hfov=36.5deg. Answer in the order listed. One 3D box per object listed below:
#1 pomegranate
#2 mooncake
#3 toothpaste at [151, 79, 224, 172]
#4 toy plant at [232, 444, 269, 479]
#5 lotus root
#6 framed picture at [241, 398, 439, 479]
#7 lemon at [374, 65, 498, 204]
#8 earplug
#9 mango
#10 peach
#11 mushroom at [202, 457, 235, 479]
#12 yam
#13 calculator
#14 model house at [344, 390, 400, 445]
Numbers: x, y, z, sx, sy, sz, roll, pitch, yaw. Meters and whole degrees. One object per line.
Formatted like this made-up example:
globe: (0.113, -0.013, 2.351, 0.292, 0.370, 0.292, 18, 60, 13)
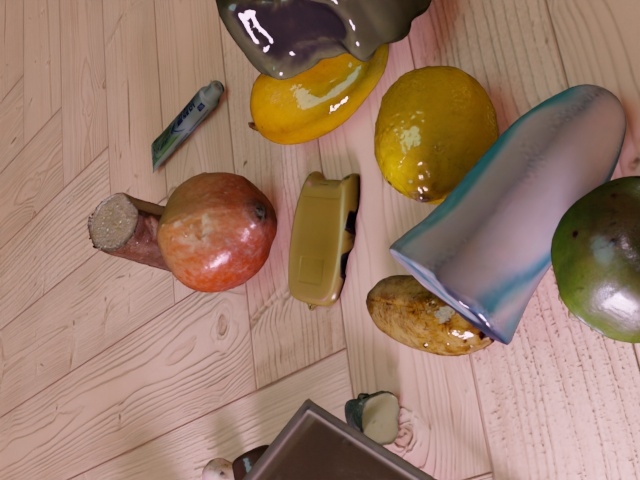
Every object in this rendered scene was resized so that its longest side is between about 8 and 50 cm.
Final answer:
pomegranate: (0.338, 0.033, 1.083, 0.225, 0.187, 0.187, 113, 151, -62)
mooncake: (0.015, -0.408, 1.510, 0.351, 0.187, 0.351, -26, 40, 24)
toothpaste: (-0.289, -0.243, 2.038, 0.297, 0.048, 0.075, -37, 53, 44)
toy plant: (-0.069, 0.428, 1.543, 0.143, 0.105, 0.200, -36, 71, 26)
lotus root: (0.148, 0.102, 1.354, 0.258, 0.097, 0.110, 1, 84, 56)
framed picture: (0.035, 0.427, 1.265, 0.446, 0.028, 0.326, 25, 67, 42)
lemon: (0.158, -0.146, 1.342, 0.180, 0.180, 0.193, -49, 47, 32)
earplug: (0.255, -0.052, 1.178, 0.324, 0.185, 0.185, -50, 41, -2)
mango: (-0.010, -0.260, 1.636, 0.317, 0.119, 0.176, -19, 62, 39)
peach: (-0.176, -0.022, 1.707, 0.232, 0.232, 0.232, -17, 68, 49)
mushroom: (-0.166, 0.416, 1.691, 0.083, 0.067, 0.083, 24, 131, 31)
yam: (-0.320, -0.007, 1.870, 0.128, 0.238, 0.129, -27, 61, 28)
calculator: (0.000, 0.000, 1.615, 0.157, 0.033, 0.236, 6, 88, 51)
model house: (0.073, 0.261, 1.443, 0.083, 0.066, 0.078, 176, 92, -69)
